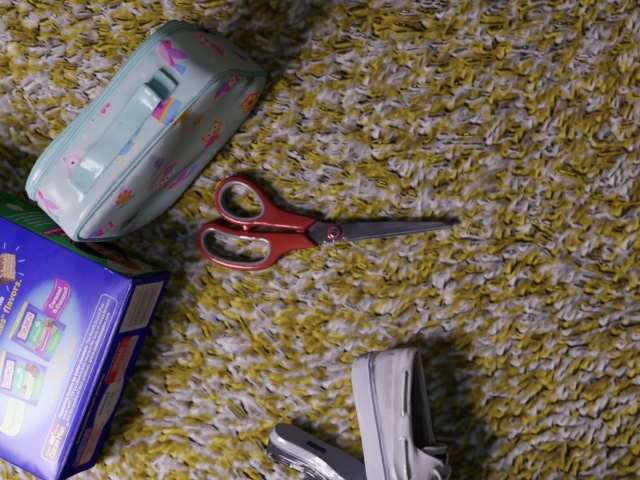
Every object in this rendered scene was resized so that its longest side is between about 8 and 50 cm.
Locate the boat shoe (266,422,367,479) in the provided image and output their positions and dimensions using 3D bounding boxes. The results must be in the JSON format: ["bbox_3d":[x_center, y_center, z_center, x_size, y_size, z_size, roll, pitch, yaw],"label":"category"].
[{"bbox_3d":[0.001,0.259,1.837,0.142,0.049,0.040,30,118,16],"label":"boat shoe"}]

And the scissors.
[{"bbox_3d":[0.000,0.000,1.844,0.297,0.021,0.109,12,92,16],"label":"scissors"}]

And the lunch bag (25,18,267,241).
[{"bbox_3d":[-0.192,-0.126,1.792,0.108,0.224,0.279,44,104,11],"label":"lunch bag"}]

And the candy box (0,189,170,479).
[{"bbox_3d":[-0.378,0.097,1.908,0.317,0.122,0.268,25,99,14],"label":"candy box"}]

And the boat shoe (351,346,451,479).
[{"bbox_3d":[0.101,0.246,1.777,0.084,0.095,0.258,-14,88,21],"label":"boat shoe"}]
